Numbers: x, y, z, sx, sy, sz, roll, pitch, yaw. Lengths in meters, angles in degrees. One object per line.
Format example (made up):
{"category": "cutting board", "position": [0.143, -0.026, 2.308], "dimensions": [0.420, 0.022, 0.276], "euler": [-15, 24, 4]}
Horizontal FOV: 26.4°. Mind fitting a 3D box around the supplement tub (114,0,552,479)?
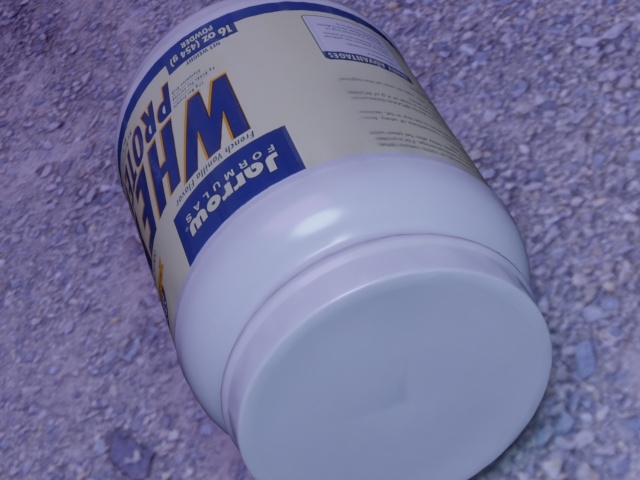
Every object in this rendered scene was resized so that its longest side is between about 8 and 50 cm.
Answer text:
{"category": "supplement tub", "position": [0.000, 0.000, 0.926], "dimensions": [0.235, 0.235, 0.324], "euler": [-31, 41, 4]}
